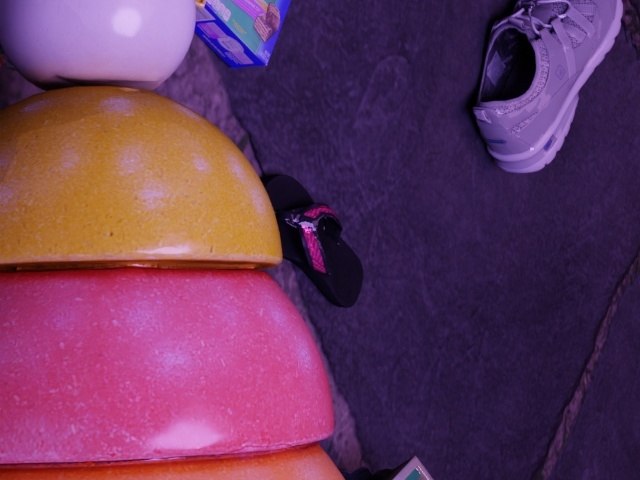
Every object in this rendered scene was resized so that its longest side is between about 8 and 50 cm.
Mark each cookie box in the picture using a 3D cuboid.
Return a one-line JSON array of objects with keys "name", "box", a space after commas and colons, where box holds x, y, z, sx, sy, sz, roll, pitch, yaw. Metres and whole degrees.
[{"name": "cookie box", "box": [-0.064, -0.205, 1.123, 0.092, 0.040, 0.107, 42, 58, -46]}]

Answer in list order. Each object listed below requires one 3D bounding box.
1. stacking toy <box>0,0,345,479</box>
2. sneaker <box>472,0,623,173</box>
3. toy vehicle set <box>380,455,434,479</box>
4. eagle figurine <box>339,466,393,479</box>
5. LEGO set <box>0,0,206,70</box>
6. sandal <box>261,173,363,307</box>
[{"name": "stacking toy", "box": [-0.121, 0.035, 0.814, 0.351, 0.351, 0.479, 2, 87, -54]}, {"name": "sneaker", "box": [0.235, -0.213, 1.479, 0.115, 0.105, 0.281, 43, 59, -47]}, {"name": "toy vehicle set", "box": [0.061, 0.296, 1.120, 0.166, 0.035, 0.267, 53, 31, 2]}, {"name": "eagle figurine", "box": [0.031, 0.379, 1.209, 0.298, 0.225, 0.226, -89, -158, -52]}, {"name": "LEGO set", "box": [-0.160, -0.168, 0.975, 0.132, 0.107, 0.287, 44, 55, -4]}, {"name": "sandal", "box": [0.000, 0.000, 1.223, 0.179, 0.040, 0.067, 45, 57, -46]}]
